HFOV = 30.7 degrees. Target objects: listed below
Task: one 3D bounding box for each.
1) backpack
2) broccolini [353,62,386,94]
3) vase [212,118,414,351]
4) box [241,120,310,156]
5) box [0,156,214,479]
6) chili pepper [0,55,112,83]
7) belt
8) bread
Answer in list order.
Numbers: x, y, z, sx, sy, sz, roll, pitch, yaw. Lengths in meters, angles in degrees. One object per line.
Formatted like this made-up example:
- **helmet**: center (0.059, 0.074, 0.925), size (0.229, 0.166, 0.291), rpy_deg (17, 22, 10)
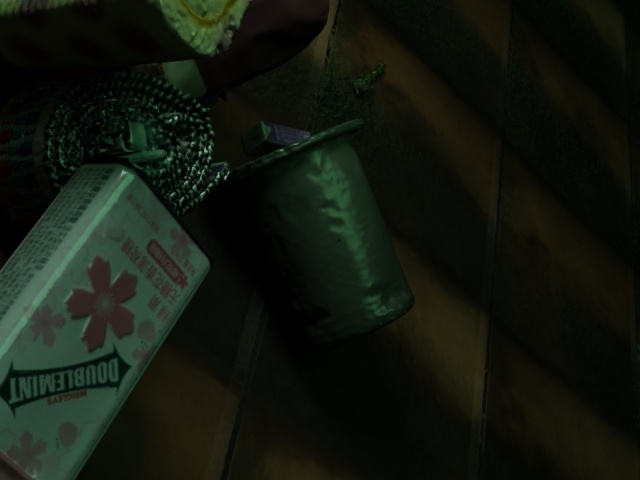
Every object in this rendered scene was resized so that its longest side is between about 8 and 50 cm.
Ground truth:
- **backpack**: center (-0.148, -0.335, 1.590), size (0.197, 0.317, 0.283), rpy_deg (-110, 178, -63)
- **broccolini**: center (0.097, -0.304, 2.152), size (0.030, 0.035, 0.140), rpy_deg (58, 34, -11)
- **vase**: center (0.000, 0.000, 1.680), size (0.245, 0.245, 0.291), rpy_deg (-24, 92, -54)
- **box**: center (-0.066, -0.155, 1.837), size (0.117, 0.051, 0.036), rpy_deg (10, 58, -50)
- **box**: center (-0.274, 0.098, 1.249), size (0.190, 0.112, 0.369), rpy_deg (56, 51, -36)
- **chili pepper**: center (-0.362, -0.267, 1.508), size (0.253, 0.136, 0.144), rpy_deg (32, 14, -46)
- **belt**: center (-0.273, -0.108, 1.454), size (0.295, 0.161, 0.206), rpy_deg (-22, 103, -52)
- **bread**: center (-0.230, -0.286, 1.324), size (0.155, 0.338, 0.187), rpy_deg (36, 65, -45)
